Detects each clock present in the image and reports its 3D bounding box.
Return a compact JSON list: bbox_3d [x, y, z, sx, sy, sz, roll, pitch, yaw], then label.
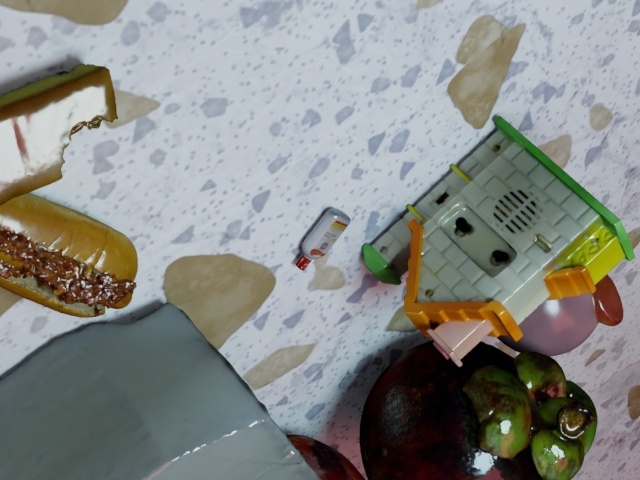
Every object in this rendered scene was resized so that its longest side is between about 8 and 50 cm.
[{"bbox_3d":[0.206,0.015,1.602,0.255,0.220,0.106,-42,147,0],"label":"clock"}]

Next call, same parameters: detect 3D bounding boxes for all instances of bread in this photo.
[{"bbox_3d":[-0.283,-0.079,1.155,0.226,0.049,0.088,-25,123,-24],"label":"bread"}]

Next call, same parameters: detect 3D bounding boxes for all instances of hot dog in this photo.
[{"bbox_3d":[-0.256,0.017,1.274,0.102,0.076,0.249,-51,143,5],"label":"hot dog"}]

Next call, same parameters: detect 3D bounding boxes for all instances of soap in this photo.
[{"bbox_3d":[-0.245,0.295,1.463,0.435,0.213,0.350,-37,144,-10],"label":"soap"}]

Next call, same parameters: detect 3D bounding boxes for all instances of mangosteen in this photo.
[{"bbox_3d":[0.202,0.265,1.765,0.311,0.311,0.311,-26,142,-23],"label":"mangosteen"}]

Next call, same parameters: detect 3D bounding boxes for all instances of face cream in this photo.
[{"bbox_3d":[0.000,0.000,1.554,0.083,0.021,0.040,-52,143,14],"label":"face cream"}]

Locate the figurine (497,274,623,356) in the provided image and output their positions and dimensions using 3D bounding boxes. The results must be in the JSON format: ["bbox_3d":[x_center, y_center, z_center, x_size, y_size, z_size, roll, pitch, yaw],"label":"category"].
[{"bbox_3d":[0.300,0.078,1.809,0.173,0.173,0.173,-26,142,-23],"label":"figurine"}]

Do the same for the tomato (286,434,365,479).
[{"bbox_3d":[-0.027,0.356,1.743,0.184,0.208,0.208,-49,145,-5],"label":"tomato"}]
